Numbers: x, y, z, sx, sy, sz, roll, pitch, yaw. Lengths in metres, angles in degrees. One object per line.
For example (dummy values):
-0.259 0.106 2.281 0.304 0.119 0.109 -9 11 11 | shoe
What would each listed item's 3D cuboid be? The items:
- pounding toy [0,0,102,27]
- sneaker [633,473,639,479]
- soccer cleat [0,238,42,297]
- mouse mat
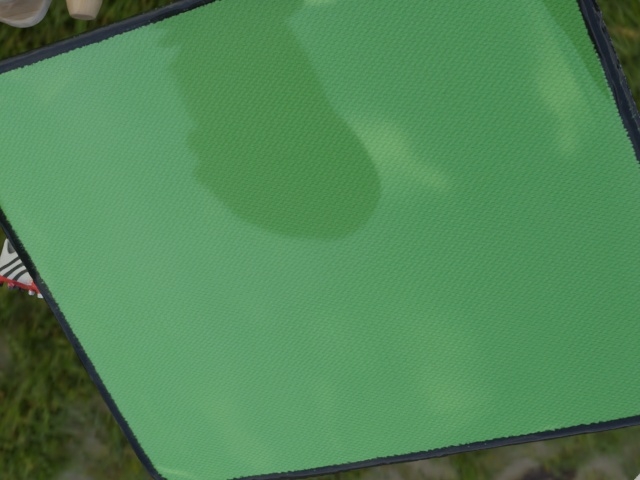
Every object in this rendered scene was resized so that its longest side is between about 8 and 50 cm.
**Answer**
-0.325 -0.307 1.455 0.270 0.155 0.154 11 79 14 | pounding toy
0.394 0.256 1.585 0.090 0.095 0.235 23 109 -15 | sneaker
-0.182 0.018 0.977 0.029 0.083 0.035 9 90 -48 | soccer cleat
0.000 0.000 0.406 0.190 0.007 0.152 -13 115 29 | mouse mat
